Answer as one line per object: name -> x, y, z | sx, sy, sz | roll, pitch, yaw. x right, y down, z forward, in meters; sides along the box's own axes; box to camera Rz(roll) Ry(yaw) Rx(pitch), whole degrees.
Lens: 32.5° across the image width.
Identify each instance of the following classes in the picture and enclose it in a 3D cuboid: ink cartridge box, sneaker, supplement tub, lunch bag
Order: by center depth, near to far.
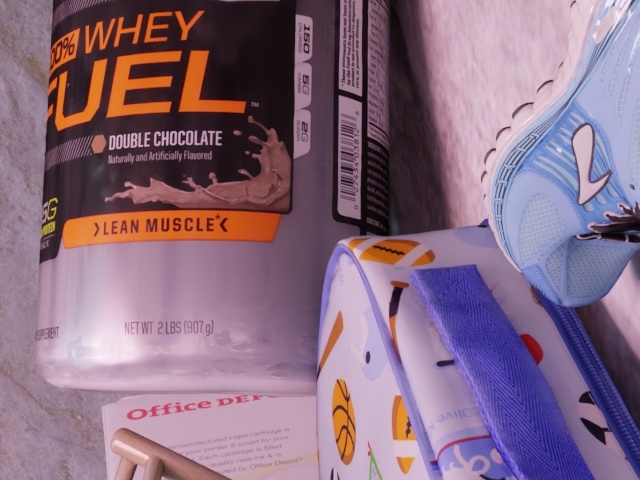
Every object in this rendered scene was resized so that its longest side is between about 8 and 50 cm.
sneaker -> 0.098, -0.022, 0.346 | 0.162, 0.063, 0.073 | 98, 158, -54
lunch bag -> 0.074, 0.143, 0.456 | 0.303, 0.115, 0.243 | -111, 19, -52
supplement tub -> -0.060, -0.076, 0.665 | 0.207, 0.207, 0.338 | 137, 134, -77
ink cartridge box -> -0.077, 0.266, 1.008 | 0.306, 0.226, 0.131 | -116, 21, -62

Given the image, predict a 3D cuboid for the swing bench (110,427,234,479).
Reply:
swing bench -> -0.060, 0.302, 0.746 | 0.165, 0.254, 0.253 | -93, 22, -66
